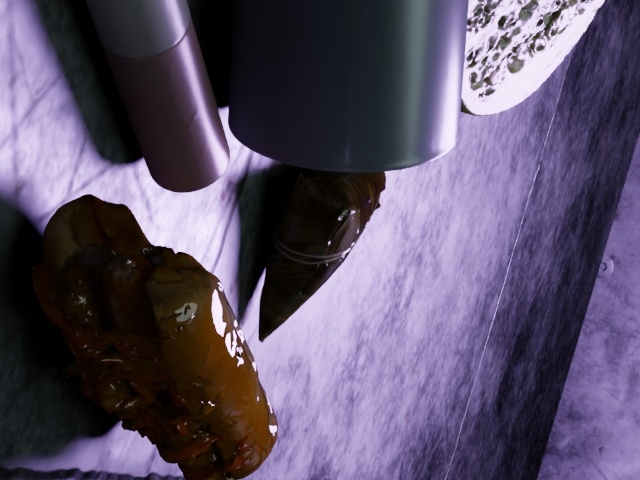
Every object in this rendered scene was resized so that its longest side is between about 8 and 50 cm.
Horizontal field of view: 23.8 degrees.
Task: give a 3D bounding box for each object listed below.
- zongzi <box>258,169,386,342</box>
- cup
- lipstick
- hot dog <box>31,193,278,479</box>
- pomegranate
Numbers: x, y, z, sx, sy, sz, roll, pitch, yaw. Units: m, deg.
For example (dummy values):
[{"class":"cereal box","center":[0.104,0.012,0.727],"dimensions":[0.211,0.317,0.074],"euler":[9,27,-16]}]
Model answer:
[{"class":"zongzi","center":[0.000,0.000,1.571],"dimensions":[0.184,0.084,0.187],"euler":[-68,168,23]},{"class":"cup","center":[0.027,-0.234,1.285],"dimensions":[0.205,0.205,0.312],"euler":[-41,140,-55]},{"class":"lipstick","center":[-0.125,-0.140,1.143],"dimensions":[0.254,0.070,0.070],"euler":[77,35,-52]},{"class":"hot dog","center":[-0.131,0.101,1.200],"dimensions":[0.117,0.158,0.349],"euler":[-46,154,-18]},{"class":"pomegranate","center":[0.120,-0.259,1.528],"dimensions":[0.358,0.216,0.310],"euler":[-42,156,0]}]
